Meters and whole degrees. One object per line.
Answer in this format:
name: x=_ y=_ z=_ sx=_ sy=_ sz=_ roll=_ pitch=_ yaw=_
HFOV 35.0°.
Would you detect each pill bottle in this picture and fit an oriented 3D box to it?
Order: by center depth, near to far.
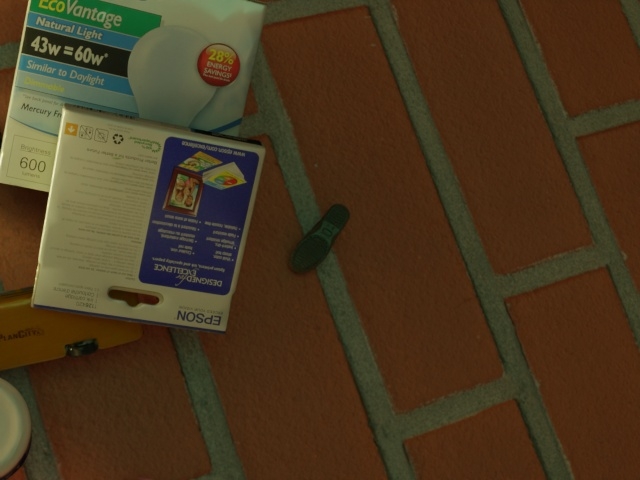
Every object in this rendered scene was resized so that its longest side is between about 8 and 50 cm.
pill bottle: x=-0.498 y=0.283 z=1.474 sx=0.153 sy=0.264 sz=0.153 roll=4 pitch=74 yaw=-14

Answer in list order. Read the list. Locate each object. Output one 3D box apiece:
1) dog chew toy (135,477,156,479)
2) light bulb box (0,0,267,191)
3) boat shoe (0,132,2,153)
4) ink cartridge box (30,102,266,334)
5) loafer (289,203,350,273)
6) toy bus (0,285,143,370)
dog chew toy: x=-0.297 y=0.520 z=1.510 sx=0.207 sy=0.206 sz=0.331 roll=18 pitch=62 yaw=-11
light bulb box: x=-0.303 y=-0.247 z=1.637 sx=0.358 sy=0.225 sz=0.360 roll=11 pitch=100 yaw=-14
boat shoe: x=-0.599 y=-0.055 z=1.614 sx=0.130 sy=0.132 sz=0.355 roll=-1 pitch=56 yaw=1
ink cartridge box: x=-0.263 y=-0.029 z=1.544 sx=0.304 sy=0.072 sz=0.307 roll=10 pitch=106 yaw=-14
loafer: x=0.000 y=0.000 z=1.820 sx=0.056 sy=0.050 sz=0.148 roll=41 pitch=83 yaw=2
toy bus: x=-0.453 y=0.130 z=1.594 sx=0.333 sy=0.130 sz=0.108 roll=-11 pitch=102 yaw=-19
